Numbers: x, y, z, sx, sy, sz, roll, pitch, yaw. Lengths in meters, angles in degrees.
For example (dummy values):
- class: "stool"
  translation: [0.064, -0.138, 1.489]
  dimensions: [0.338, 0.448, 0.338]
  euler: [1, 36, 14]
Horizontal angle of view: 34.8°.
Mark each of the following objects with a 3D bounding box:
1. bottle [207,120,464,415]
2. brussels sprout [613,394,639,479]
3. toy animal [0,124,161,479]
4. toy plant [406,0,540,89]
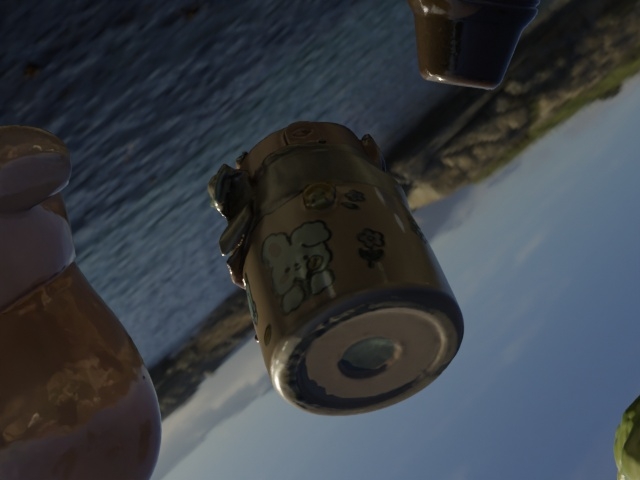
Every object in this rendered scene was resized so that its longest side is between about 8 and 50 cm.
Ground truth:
- class: "bottle"
  translation: [0.001, 0.001, 0.492]
  dimensions: [0.099, 0.152, 0.099]
  euler: [-12, 139, -10]
- class: "brussels sprout"
  translation: [0.451, 0.263, 1.117]
  dimensions: [0.316, 0.273, 0.243]
  euler: [-41, -151, -11]
- class: "toy animal"
  translation: [-0.249, 0.069, 0.760]
  dimensions: [0.237, 0.326, 0.269]
  euler: [-32, 152, -13]
- class: "toy plant"
  translation: [0.134, -0.238, 0.907]
  dimensions: [0.105, 0.143, 0.200]
  euler: [-143, -119, -78]
